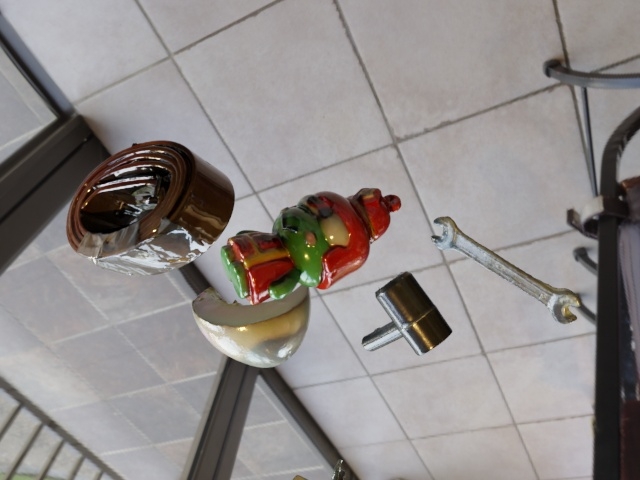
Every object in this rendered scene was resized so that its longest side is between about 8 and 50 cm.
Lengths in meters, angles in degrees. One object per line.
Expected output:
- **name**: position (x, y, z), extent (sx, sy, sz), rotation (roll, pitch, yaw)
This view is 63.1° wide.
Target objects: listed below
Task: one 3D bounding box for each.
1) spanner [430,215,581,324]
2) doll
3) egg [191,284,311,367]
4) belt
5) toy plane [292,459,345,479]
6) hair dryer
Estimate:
- **spanner**: position (0.325, 0.046, 0.942), extent (0.302, 0.017, 0.071), rotation (35, 125, 29)
- **doll**: position (0.000, -0.001, 0.966), extent (0.363, 0.182, 0.160), rotation (-28, 130, -16)
- **egg**: position (-0.140, 0.200, 1.159), extent (0.271, 0.206, 0.162), rotation (-10, 112, -3)
- **belt**: position (-0.251, -0.042, 0.746), extent (0.261, 0.184, 0.105), rotation (-2, 159, 31)
- **toy plane**: position (-0.018, 0.397, 0.608), extent (0.088, 0.262, 0.192), rotation (9, 144, 13)
- **hair dryer**: position (0.119, 0.145, 0.894), extent (0.124, 0.071, 0.219), rotation (54, 145, 9)
